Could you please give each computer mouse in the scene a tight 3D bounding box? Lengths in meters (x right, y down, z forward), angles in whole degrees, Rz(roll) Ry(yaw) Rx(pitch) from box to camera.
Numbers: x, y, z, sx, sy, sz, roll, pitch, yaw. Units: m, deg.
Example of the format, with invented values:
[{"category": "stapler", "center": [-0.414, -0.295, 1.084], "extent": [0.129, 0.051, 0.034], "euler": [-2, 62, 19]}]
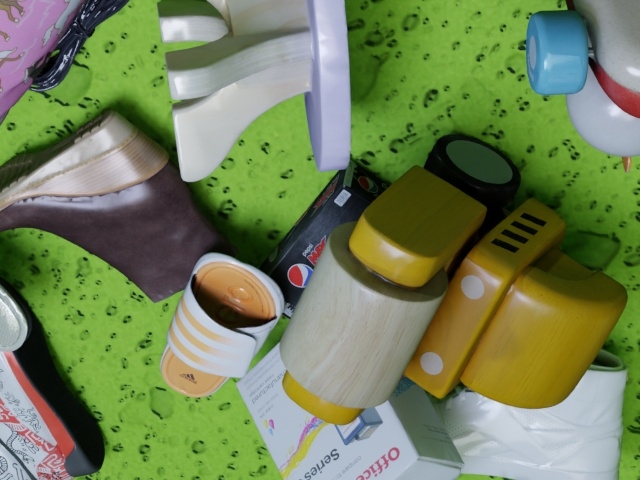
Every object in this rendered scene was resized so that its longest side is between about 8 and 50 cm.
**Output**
[{"category": "computer mouse", "center": [-0.325, -0.257, 1.616], "extent": [0.262, 0.060, 0.184], "euler": [27, 118, -22]}]

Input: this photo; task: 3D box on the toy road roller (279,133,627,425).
[{"category": "toy road roller", "center": [0.138, 0.064, 1.588], "extent": [0.241, 0.329, 0.202], "euler": [33, 122, 14]}]

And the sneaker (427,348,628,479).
[{"category": "sneaker", "center": [0.177, 0.157, 1.780], "extent": [0.293, 0.108, 0.169], "euler": [7, 109, 7]}]

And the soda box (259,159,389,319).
[{"category": "soda box", "center": [0.000, 0.000, 1.721], "extent": [0.053, 0.060, 0.169], "euler": [33, 120, -13]}]

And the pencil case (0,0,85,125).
[{"category": "pencil case", "center": [-0.287, -0.240, 1.492], "extent": [0.160, 0.167, 0.386], "euler": [40, 117, 0]}]

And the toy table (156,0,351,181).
[{"category": "toy table", "center": [-0.065, -0.188, 1.528], "extent": [0.161, 0.252, 0.274], "euler": [-8, 101, -5]}]

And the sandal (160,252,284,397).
[{"category": "sandal", "center": [-0.113, 0.114, 1.755], "extent": [0.102, 0.076, 0.265], "euler": [24, 141, -3]}]

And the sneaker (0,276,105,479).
[{"category": "sneaker", "center": [-0.359, 0.168, 1.859], "extent": [0.145, 0.090, 0.270], "euler": [-17, 120, 15]}]

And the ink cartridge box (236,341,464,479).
[{"category": "ink cartridge box", "center": [0.029, 0.188, 1.732], "extent": [0.154, 0.212, 0.093], "euler": [-43, 147, 23]}]

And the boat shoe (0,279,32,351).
[{"category": "boat shoe", "center": [-0.384, 0.027, 1.746], "extent": [0.233, 0.079, 0.084], "euler": [35, 114, 11]}]

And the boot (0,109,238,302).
[{"category": "boot", "center": [-0.235, -0.005, 1.736], "extent": [0.248, 0.090, 0.207], "euler": [-26, 116, 25]}]

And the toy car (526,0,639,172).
[{"category": "toy car", "center": [0.280, -0.168, 1.535], "extent": [0.219, 0.210, 0.238], "euler": [-4, 150, -5]}]
